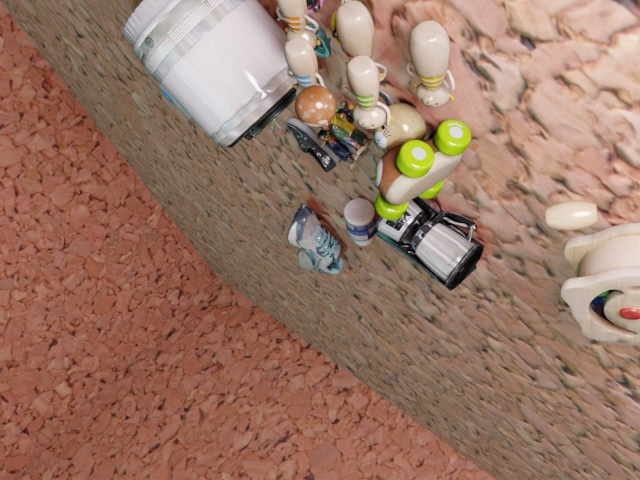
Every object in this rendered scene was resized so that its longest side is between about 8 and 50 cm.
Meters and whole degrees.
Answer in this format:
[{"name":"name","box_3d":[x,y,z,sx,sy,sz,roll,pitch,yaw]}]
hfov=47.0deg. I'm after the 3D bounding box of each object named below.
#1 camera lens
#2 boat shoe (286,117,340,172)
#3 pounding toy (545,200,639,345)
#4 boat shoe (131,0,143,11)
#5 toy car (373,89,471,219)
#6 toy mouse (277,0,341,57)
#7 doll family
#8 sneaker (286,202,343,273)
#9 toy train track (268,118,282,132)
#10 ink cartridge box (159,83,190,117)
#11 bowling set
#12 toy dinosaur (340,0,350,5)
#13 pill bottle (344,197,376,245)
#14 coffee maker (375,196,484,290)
[{"name":"camera lens","box_3d":[-0.170,-0.315,1.262,0.274,0.219,0.219,47,164,-11]},{"name":"boat shoe","box_3d":[-0.022,-0.199,1.527,0.142,0.040,0.049,42,165,7]},{"name":"pounding toy","box_3d":[0.407,0.021,0.973,0.154,0.155,0.269,-5,147,32]},{"name":"boat shoe","box_3d":[-0.379,-0.487,1.658,0.133,0.049,0.042,47,157,-26]},{"name":"toy car","box_3d":[0.114,-0.158,1.141,0.188,0.149,0.155,52,155,16]},{"name":"toy mouse","box_3d":[-0.004,-0.336,1.115,0.143,0.031,0.161,17,142,37]},{"name":"doll family","box_3d":[0.035,-0.193,1.342,0.111,0.076,0.193,39,167,2]},{"name":"sneaker","box_3d":[0.000,0.000,1.932,0.122,0.110,0.283,18,158,20]},{"name":"toy train track","box_3d":[-0.109,-0.257,1.646,0.048,0.014,0.083,43,165,3]},{"name":"ink cartridge box","box_3d":[-0.348,-0.393,1.805,0.104,0.060,0.180,41,164,13]},{"name":"bowling set","box_3d":[0.021,-0.217,1.013,0.287,0.200,0.154,27,162,22]},{"name":"toy dinosaur","box_3d":[-0.009,-0.400,0.986,0.093,0.053,0.183,5,144,38]},{"name":"pill bottle","box_3d":[0.090,-0.036,1.620,0.067,0.067,0.120,37,163,24]},{"name":"coffee maker","box_3d":[0.198,0.005,1.358,0.178,0.120,0.171,40,165,18]}]
